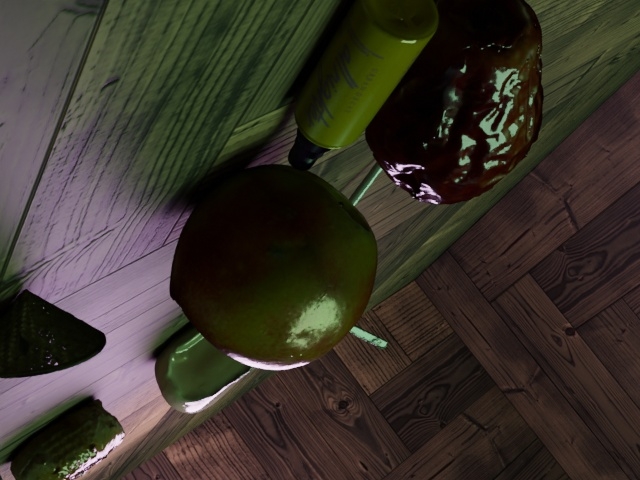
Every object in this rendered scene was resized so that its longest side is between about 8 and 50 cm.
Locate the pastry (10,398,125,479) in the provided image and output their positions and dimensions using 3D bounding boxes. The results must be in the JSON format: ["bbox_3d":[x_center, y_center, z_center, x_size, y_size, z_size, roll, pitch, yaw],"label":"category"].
[{"bbox_3d":[-0.426,0.358,1.763,0.192,0.093,0.182,-35,173,-20],"label":"pastry"}]

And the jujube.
[{"bbox_3d":[0.147,-0.150,1.110,0.197,0.197,0.290,-35,161,-18],"label":"jujube"}]

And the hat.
[{"bbox_3d":[-0.291,0.081,1.041,0.146,0.067,0.146,-3,-165,1],"label":"hat"}]

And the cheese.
[{"bbox_3d":[-0.171,0.197,1.848,0.266,0.127,0.233,-36,174,4],"label":"cheese"}]

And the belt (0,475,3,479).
[{"bbox_3d":[-0.324,0.145,0.762,0.150,0.207,0.257,-32,162,-19],"label":"belt"}]

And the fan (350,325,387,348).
[{"bbox_3d":[-0.041,0.120,1.670,0.223,0.294,0.012,-30,-148,-3],"label":"fan"}]

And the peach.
[{"bbox_3d":[-0.053,0.030,1.174,0.231,0.231,0.231,-37,171,-7],"label":"peach"}]

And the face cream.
[{"bbox_3d":[0.025,-0.150,1.036,0.078,0.078,0.273,-32,169,-32],"label":"face cream"}]

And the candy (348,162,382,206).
[{"bbox_3d":[0.000,0.000,1.674,0.365,0.124,0.124,-54,165,22],"label":"candy"}]
